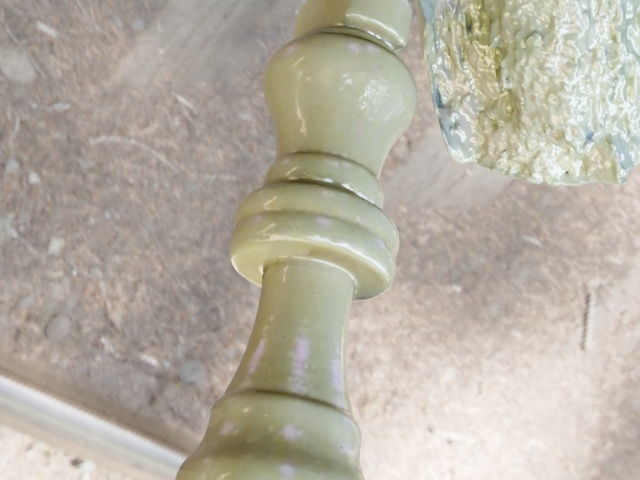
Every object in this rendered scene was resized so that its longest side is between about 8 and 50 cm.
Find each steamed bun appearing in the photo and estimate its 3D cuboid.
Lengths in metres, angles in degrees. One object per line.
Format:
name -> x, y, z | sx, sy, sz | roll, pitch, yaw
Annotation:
steamed bun -> 0.157, -0.152, 0.918 | 0.170, 0.200, 0.226 | -13, 108, -18

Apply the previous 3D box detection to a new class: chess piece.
chess piece -> 0.000, 0.000, 0.733 | 0.117, 0.397, 0.117 | 8, 156, 4
